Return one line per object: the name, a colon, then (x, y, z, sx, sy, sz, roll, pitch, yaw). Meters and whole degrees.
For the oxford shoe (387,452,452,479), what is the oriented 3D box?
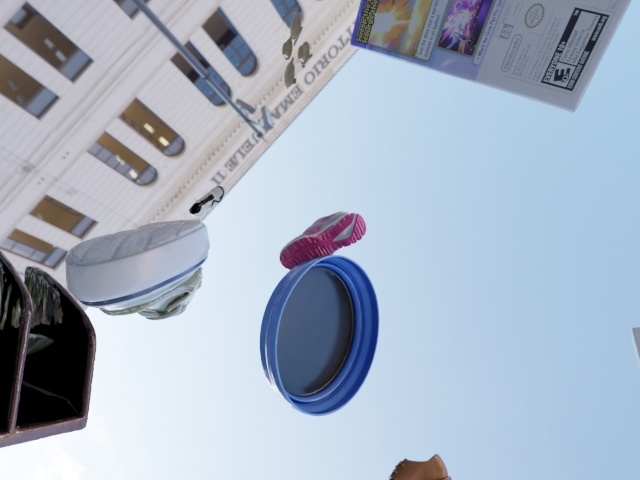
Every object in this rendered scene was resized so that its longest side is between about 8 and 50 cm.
oxford shoe: (0.163, 0.495, 0.899, 0.212, 0.076, 0.076, -9, -118, -20)

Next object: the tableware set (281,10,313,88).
tableware set: (-0.067, -0.492, 1.141, 0.141, 0.020, 0.169, -35, -120, 57)

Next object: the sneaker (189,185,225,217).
sneaker: (-0.285, -0.096, 1.104, 0.109, 0.044, 0.040, -42, -90, 3)

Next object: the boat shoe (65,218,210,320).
boat shoe: (-0.158, 0.031, 0.448, 0.109, 0.302, 0.094, -8, -83, -6)

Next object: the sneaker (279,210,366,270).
sneaker: (0.000, 0.000, 1.210, 0.252, 0.103, 0.111, -27, -160, -5)

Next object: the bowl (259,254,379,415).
bowl: (0.007, 0.229, 1.097, 0.077, 0.391, 0.391, 2, -114, 42)

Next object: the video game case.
video game case: (0.180, -0.293, 0.417, 0.244, 0.061, 0.269, 24, -62, 15)

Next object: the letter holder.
letter holder: (-0.401, 0.076, 0.536, 0.302, 0.152, 0.214, 16, -83, 43)

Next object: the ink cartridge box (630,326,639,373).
ink cartridge box: (0.570, 0.233, 0.675, 0.115, 0.067, 0.198, -13, -118, 28)
